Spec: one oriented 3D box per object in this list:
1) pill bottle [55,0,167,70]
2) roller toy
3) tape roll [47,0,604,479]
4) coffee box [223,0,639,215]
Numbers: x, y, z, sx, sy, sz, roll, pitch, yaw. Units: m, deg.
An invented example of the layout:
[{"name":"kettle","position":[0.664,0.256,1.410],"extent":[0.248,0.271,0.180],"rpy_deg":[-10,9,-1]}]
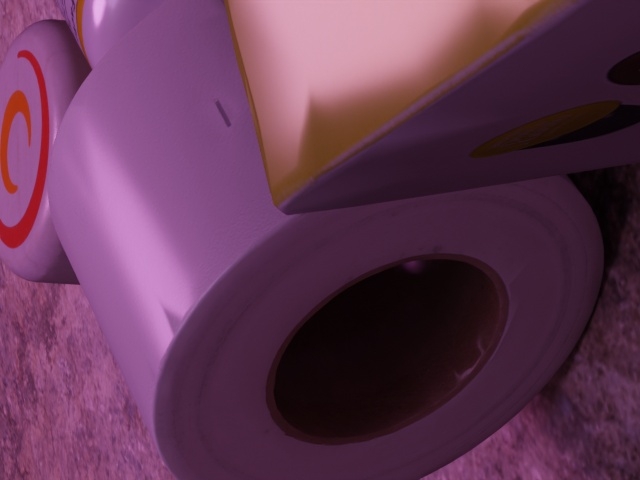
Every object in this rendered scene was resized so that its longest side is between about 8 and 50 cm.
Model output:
[{"name":"pill bottle","position":[-0.075,-0.185,1.155],"extent":[0.334,0.188,0.188],"rpy_deg":[58,146,39]},{"name":"roller toy","position":[-0.155,-0.064,1.412],"extent":[0.191,0.146,0.209],"rpy_deg":[-66,33,35]},{"name":"tape roll","position":[0.000,0.000,0.987],"extent":[0.169,0.246,0.246],"rpy_deg":[59,147,39]},{"name":"coffee box","position":[0.154,-0.224,0.480],"extent":[0.337,0.334,0.338],"rpy_deg":[-31,69,63]}]
